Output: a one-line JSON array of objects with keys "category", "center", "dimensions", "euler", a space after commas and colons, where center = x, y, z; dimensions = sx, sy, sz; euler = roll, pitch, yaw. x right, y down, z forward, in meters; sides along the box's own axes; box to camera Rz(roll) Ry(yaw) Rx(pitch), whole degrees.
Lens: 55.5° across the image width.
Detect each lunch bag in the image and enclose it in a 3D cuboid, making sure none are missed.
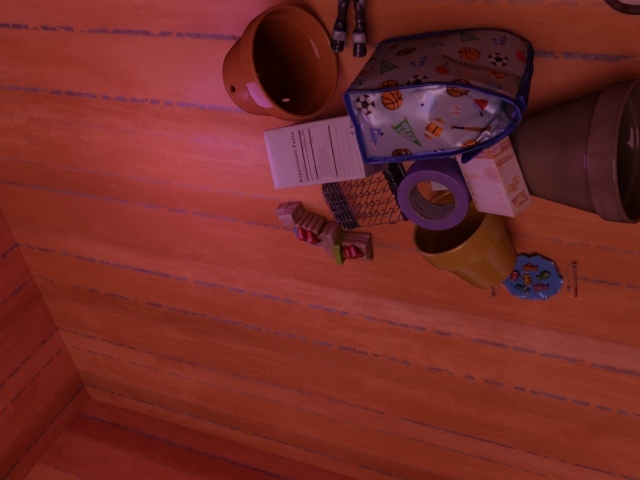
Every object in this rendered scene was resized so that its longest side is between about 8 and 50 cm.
[{"category": "lunch bag", "center": [0.299, -0.347, 1.445], "dimensions": [0.386, 0.327, 0.238], "euler": [-3, 129, 26]}]

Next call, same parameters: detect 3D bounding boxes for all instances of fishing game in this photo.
[{"category": "fishing game", "center": [0.639, 0.120, 1.849], "dimensions": [0.264, 0.041, 0.189], "euler": [1, 129, 25]}]

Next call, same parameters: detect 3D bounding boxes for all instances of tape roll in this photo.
[{"category": "tape roll", "center": [0.305, -0.125, 1.615], "dimensions": [0.189, 0.080, 0.189], "euler": [15, 132, 17]}]

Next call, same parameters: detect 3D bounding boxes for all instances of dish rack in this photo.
[{"category": "dish rack", "center": [0.144, -0.133, 1.871], "dimensions": [0.272, 0.074, 0.208], "euler": [-9, 120, 34]}]

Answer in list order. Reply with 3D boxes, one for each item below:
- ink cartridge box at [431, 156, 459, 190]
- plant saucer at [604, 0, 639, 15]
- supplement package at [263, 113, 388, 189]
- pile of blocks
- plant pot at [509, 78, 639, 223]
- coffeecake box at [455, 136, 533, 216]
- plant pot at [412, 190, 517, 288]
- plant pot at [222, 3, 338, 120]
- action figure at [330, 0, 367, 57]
[{"category": "ink cartridge box", "center": [0.390, -0.221, 1.637], "dimensions": [0.176, 0.127, 0.128], "euler": [-1, 125, 26]}, {"category": "plant saucer", "center": [0.680, -0.564, 1.287], "dimensions": [0.169, 0.029, 0.168], "euler": [14, 130, 17]}, {"category": "supplement package", "center": [0.017, -0.257, 1.730], "dimensions": [0.293, 0.177, 0.175], "euler": [-4, 103, 30]}, {"category": "pile of blocks", "center": [0.000, 0.000, 2.018], "dimensions": [0.362, 0.112, 0.149], "euler": [25, 133, 7]}, {"category": "plant pot", "center": [0.612, -0.207, 1.447], "dimensions": [0.280, 0.323, 0.323], "euler": [6, 130, 42]}, {"category": "coffeecake box", "center": [0.419, -0.159, 1.488], "dimensions": [0.185, 0.068, 0.142], "euler": [63, 163, -19]}, {"category": "plant pot", "center": [0.431, 0.008, 1.737], "dimensions": [0.254, 0.254, 0.239], "euler": [-22, 128, 37]}, {"category": "plant pot", "center": [-0.125, -0.454, 1.626], "dimensions": [0.203, 0.291, 0.290], "euler": [-1, 127, 49]}, {"category": "action figure", "center": [0.076, -0.602, 1.497], "dimensions": [0.185, 0.099, 0.285], "euler": [12, 136, 7]}]
